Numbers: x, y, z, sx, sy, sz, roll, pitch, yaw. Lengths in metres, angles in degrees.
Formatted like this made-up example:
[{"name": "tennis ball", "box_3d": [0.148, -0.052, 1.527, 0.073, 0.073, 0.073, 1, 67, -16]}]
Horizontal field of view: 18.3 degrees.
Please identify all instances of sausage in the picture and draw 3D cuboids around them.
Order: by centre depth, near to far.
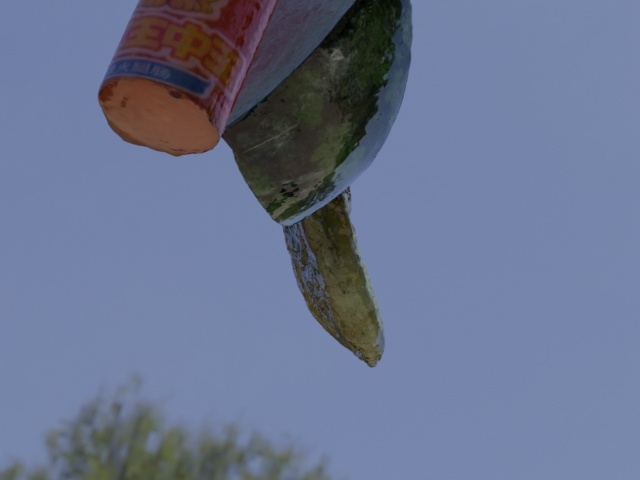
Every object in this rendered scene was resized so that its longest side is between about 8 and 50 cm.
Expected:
[{"name": "sausage", "box_3d": [-0.042, -0.177, 1.124, 0.074, 0.274, 0.074, 18, -26, 9]}]

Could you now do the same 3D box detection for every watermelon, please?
[{"name": "watermelon", "box_3d": [-0.005, -0.112, 1.345, 0.136, 0.202, 0.207, -8, -31, -2]}]

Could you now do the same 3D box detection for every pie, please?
[{"name": "pie", "box_3d": [0.000, 0.000, 2.057, 0.078, 0.277, 0.277, -14, -30, -6]}]
